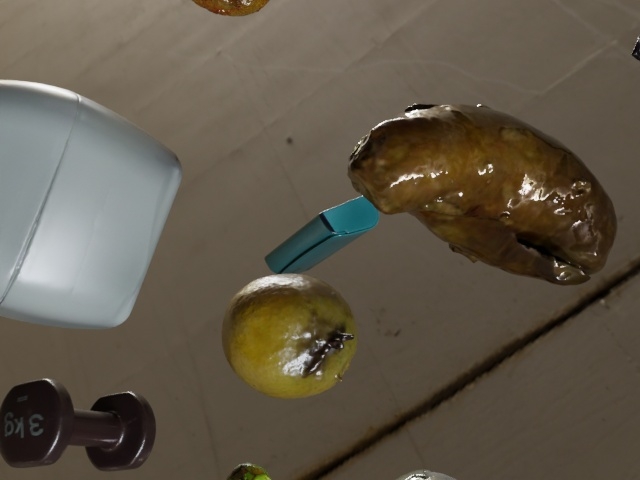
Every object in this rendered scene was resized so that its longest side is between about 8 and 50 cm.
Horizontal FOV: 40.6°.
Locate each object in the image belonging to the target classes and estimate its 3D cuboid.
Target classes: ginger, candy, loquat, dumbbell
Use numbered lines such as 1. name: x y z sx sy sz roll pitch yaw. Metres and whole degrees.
1. ginger: 0.173 -0.061 0.944 0.172 0.321 0.165 -90 -156 -45
2. candy: -0.064 0.476 1.395 0.073 0.262 0.077 -31 176 -39
3. loquat: -0.045 0.114 1.093 0.204 0.172 0.149 32 -58 47
4. dumbbell: -0.371 0.288 1.329 0.140 0.225 0.124 -13 -111 29

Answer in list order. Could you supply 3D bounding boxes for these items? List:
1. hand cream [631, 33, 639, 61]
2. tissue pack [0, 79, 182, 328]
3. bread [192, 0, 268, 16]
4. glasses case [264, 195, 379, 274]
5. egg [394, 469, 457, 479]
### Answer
1. hand cream: 0.476 -0.335 1.039 0.336 0.121 0.076 -65 -161 -10
2. tissue pack: -0.307 -0.040 0.881 0.333 0.236 0.229 6 -104 64
3. bread: -0.191 -0.420 1.278 0.269 0.095 0.139 23 -105 7
4. glasses case: -0.001 0.001 1.652 0.117 0.070 0.301 -22 175 -26
5. egg: 0.145 0.464 1.308 0.183 0.183 0.217 -5 -139 43
